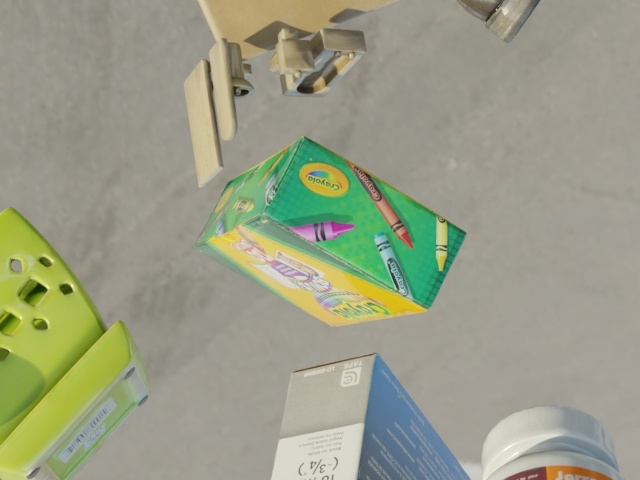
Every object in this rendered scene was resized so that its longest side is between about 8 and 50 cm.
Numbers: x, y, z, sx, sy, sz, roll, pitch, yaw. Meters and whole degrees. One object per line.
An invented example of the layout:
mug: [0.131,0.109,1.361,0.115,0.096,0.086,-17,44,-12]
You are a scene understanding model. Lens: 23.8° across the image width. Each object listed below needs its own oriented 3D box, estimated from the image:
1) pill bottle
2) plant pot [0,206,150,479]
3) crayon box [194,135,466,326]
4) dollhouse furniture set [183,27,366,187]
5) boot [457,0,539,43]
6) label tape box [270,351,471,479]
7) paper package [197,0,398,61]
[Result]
pill bottle: [0.165,0.224,1.051,0.121,0.221,0.121,2,127,2]
plant pot: [-0.314,0.138,1.613,0.228,0.207,0.227,-47,167,-15]
crayon box: [0.000,0.000,1.380,0.165,0.081,0.278,30,167,-11]
dollhouse furniture set: [-0.042,-0.138,1.598,0.151,0.123,0.144,0,160,-26]
boot: [0.129,-0.322,1.445,0.229,0.263,0.091,32,139,-2]
label tape box: [0.044,0.313,1.444,0.106,0.334,0.241,-14,133,25]
paper package: [-0.012,-0.392,1.601,0.325,0.168,0.309,-21,128,2]
